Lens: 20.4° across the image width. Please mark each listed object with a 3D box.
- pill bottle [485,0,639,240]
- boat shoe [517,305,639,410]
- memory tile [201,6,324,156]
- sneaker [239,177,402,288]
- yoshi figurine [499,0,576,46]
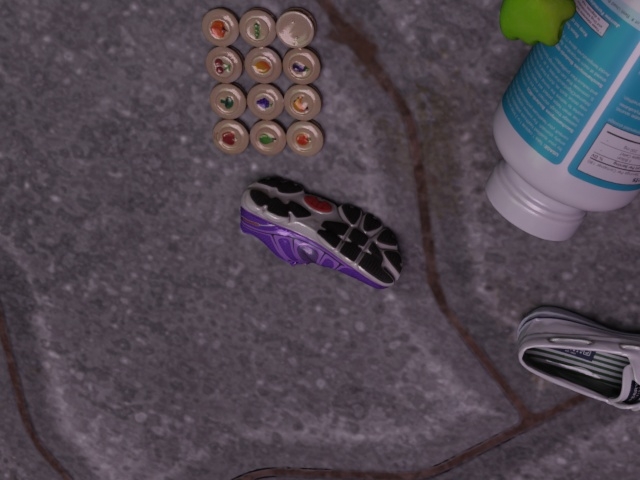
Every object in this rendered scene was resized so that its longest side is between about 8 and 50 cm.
[{"bbox_3d":[0.241,-0.127,1.509,0.146,0.146,0.264,30,121,0],"label":"pill bottle"},{"bbox_3d":[0.290,0.130,1.668,0.226,0.076,0.083,13,120,10],"label":"boat shoe"},{"bbox_3d":[-0.053,-0.147,1.662,0.113,0.012,0.148,3,117,15],"label":"memory tile"},{"bbox_3d":[0.000,0.000,1.705,0.170,0.068,0.071,28,136,11],"label":"sneaker"},{"bbox_3d":[0.209,-0.259,1.357,0.362,0.203,0.204,26,140,37],"label":"yoshi figurine"}]
